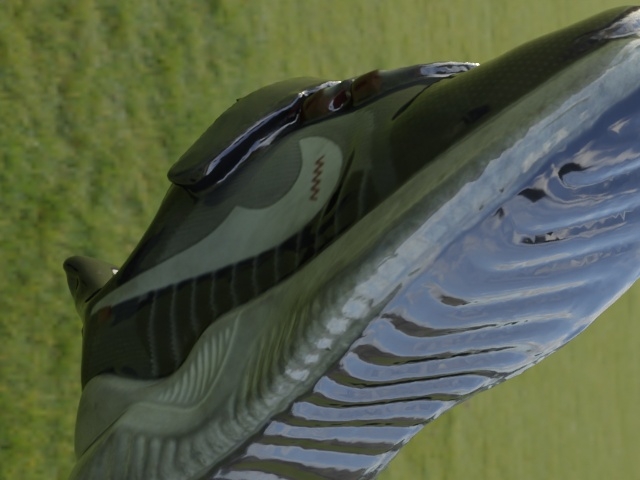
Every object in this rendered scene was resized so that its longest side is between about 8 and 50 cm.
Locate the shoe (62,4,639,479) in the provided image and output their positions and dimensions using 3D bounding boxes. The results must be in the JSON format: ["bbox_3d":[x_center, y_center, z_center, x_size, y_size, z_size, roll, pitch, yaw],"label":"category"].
[{"bbox_3d":[0.000,0.000,0.389,0.099,0.227,0.112,17,38,-46],"label":"shoe"}]
